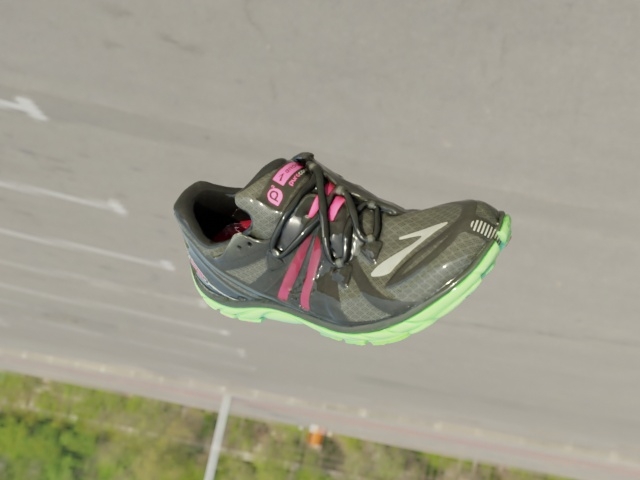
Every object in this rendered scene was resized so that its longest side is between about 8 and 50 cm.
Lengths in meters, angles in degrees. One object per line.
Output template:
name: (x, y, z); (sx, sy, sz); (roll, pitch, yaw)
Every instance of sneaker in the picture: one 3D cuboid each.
sneaker: (0.000, 0.000, 1.430); (0.483, 0.185, 0.202); (-2, 131, 36)
